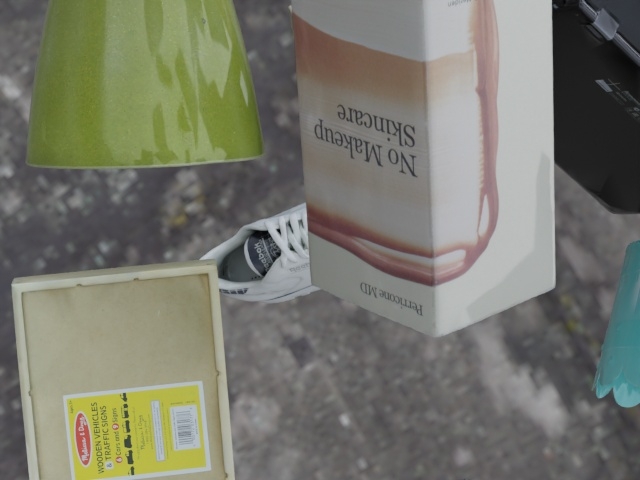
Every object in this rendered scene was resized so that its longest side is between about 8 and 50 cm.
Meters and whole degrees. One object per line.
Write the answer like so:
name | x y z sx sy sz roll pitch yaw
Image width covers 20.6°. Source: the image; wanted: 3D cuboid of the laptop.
laptop | 0.388 -0.224 1.871 0.382 0.408 0.236 38 67 -31

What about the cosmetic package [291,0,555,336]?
cosmetic package | 0.073 -0.101 1.253 0.129 0.153 0.296 -21 116 -35

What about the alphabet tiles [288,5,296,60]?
alphabet tiles | 0.008 -0.129 2.019 0.237 0.009 0.198 -114 -168 -49

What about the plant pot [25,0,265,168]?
plant pot | -0.205 -0.238 2.001 0.275 0.275 0.293 -15 105 -60

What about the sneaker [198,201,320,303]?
sneaker | 0.000 0.000 1.578 0.095 0.235 0.090 12 57 -57

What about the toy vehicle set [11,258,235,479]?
toy vehicle set | -0.156 0.155 1.431 0.035 0.166 0.267 -132 -142 -81

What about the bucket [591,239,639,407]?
bucket | 0.463 0.114 2.065 0.281 0.281 0.183 22 77 -47

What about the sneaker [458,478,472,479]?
sneaker | 0.236 0.393 1.999 0.283 0.122 0.110 64 6 9
